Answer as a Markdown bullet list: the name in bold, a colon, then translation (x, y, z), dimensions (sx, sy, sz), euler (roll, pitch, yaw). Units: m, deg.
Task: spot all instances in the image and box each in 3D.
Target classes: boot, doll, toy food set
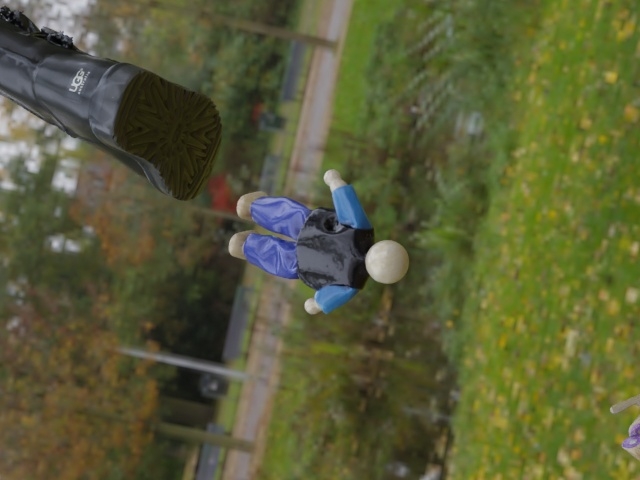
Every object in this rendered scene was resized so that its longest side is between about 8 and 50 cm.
- **boot**: translation (-0.387, -0.220, 1.917), dimensions (0.146, 0.445, 0.367), euler (-66, -19, -9)
- **doll**: translation (0.000, 0.000, 1.222), dimensions (0.189, 0.046, 0.129), euler (17, 97, 42)
- **toy food set**: translation (0.293, 0.178, 1.135), dimensions (0.122, 0.078, 0.019), euler (63, 156, 22)
